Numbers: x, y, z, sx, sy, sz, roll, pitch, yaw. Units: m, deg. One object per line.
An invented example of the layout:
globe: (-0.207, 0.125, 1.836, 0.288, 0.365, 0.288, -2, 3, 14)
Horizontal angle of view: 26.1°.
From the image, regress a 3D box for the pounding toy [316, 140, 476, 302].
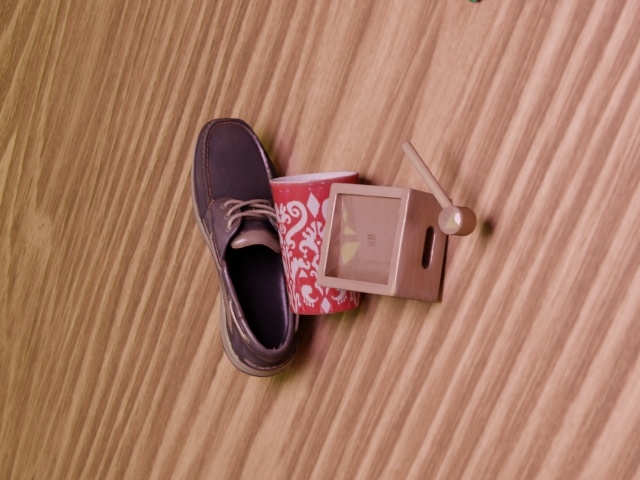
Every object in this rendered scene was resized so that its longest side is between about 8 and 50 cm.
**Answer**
pounding toy: (0.112, -0.021, 1.634, 0.206, 0.094, 0.181, 6, 87, 44)

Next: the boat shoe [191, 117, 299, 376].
boat shoe: (-0.084, -0.001, 1.830, 0.130, 0.132, 0.356, 143, 115, -70)

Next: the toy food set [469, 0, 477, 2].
toy food set: (0.187, -0.321, 1.615, 0.082, 0.020, 0.083, 50, 124, 42)

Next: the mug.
mug: (0.008, 0.000, 1.760, 0.113, 0.150, 0.169, -3, 97, 26)
